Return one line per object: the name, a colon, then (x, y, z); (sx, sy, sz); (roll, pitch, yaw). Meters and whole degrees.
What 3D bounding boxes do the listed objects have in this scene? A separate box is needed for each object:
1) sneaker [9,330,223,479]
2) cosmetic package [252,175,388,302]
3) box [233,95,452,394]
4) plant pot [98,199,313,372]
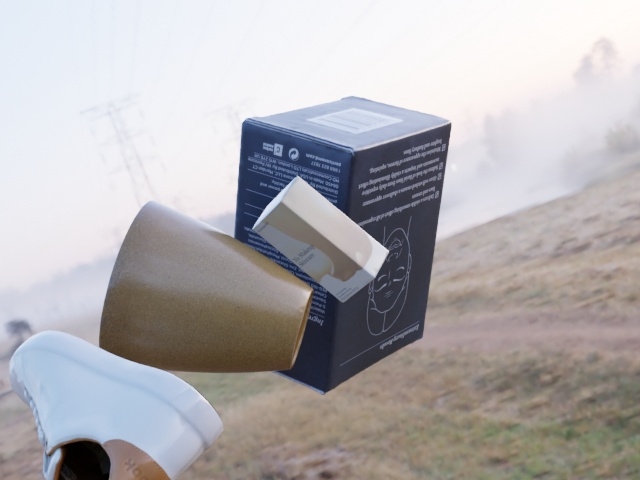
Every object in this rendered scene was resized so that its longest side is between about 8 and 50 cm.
sneaker: (-0.215, 0.157, 0.902); (0.290, 0.106, 0.123); (3, 46, 50)
cosmetic package: (0.000, 0.000, 0.989); (0.060, 0.115, 0.041); (-43, 11, 47)
box: (0.030, -0.006, 1.688); (0.212, 0.395, 0.293); (18, 23, 32)
plant pot: (-0.146, 0.088, 1.469); (0.254, 0.237, 0.237); (14, 4, 4)
